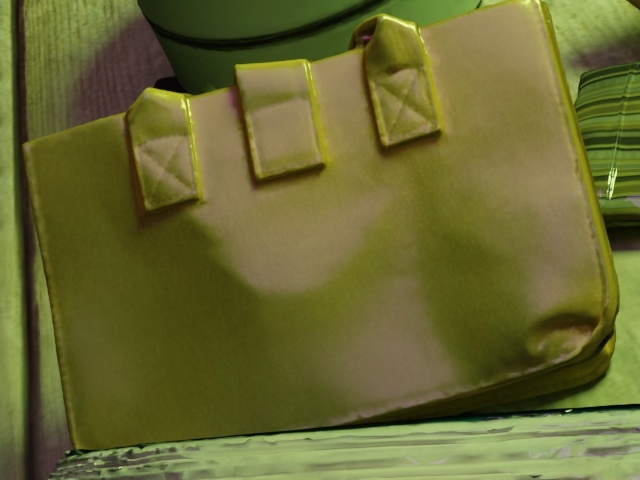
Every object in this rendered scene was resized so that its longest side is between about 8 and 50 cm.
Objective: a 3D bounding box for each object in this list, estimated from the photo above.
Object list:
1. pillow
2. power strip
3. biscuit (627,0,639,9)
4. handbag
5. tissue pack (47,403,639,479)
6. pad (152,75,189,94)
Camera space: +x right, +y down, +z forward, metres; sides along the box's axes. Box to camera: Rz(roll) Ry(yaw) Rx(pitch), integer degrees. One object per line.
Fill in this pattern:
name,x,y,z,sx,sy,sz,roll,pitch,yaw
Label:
pillow,0.242,-0.080,1.285,0.113,0.038,0.203,-5,40,25
power strip,-0.010,-0.290,1.575,0.358,0.161,0.357,-15,37,12
biscuit,0.378,-0.273,1.336,0.309,0.204,0.040,-30,-5,12
handbag,0.000,0.000,1.160,0.401,0.133,0.283,-15,80,14
tissue pack,0.054,0.241,0.814,0.417,0.264,0.253,-5,42,24
pad,-0.123,-0.101,1.547,0.143,0.003,0.211,-8,40,22
